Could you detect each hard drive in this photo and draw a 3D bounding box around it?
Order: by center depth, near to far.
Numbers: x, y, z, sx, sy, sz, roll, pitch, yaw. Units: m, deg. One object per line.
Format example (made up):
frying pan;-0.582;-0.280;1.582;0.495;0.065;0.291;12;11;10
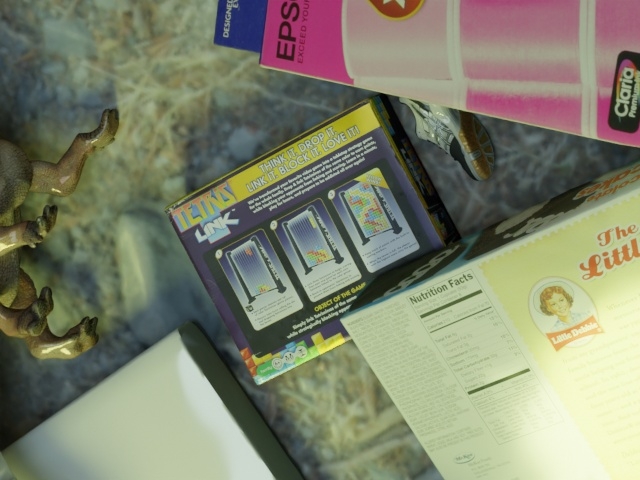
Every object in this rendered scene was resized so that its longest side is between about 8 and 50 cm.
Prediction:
hard drive;-0.165;0.248;1.368;0.353;0.047;0.233;-35;89;21

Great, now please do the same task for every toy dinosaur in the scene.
toy dinosaur;-0.262;-0.007;1.300;0.200;0.127;0.296;8;102;15

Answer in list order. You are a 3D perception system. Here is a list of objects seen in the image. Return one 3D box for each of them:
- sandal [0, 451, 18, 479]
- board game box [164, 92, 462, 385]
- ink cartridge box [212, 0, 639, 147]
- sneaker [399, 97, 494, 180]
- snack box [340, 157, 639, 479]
sandal;-0.301;0.180;1.322;0.416;0.169;0.102;54;149;21
board game box;0.000;0.000;1.266;0.170;0.048;0.141;-27;91;20
ink cartridge box;0.067;-0.176;1.136;0.371;0.069;0.176;16;104;37
sneaker;0.084;-0.073;1.238;0.037;0.032;0.083;-33;85;34
snack box;0.191;0.056;1.141;0.322;0.060;0.187;-25;104;32
